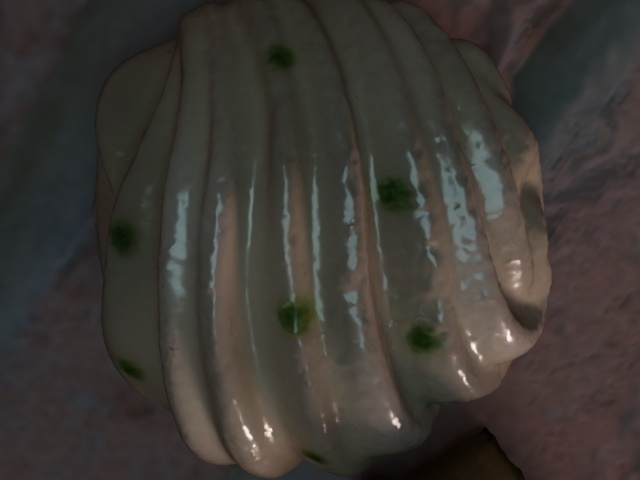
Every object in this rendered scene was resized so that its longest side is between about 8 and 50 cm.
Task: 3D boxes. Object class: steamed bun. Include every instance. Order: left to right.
[{"bbox_3d":[0.000,0.000,0.485,0.183,0.106,0.182,0,104,-1],"label":"steamed bun"}]

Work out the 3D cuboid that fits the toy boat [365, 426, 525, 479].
[{"bbox_3d":[0.094,0.162,0.518,0.061,0.116,0.188,-36,100,-1],"label":"toy boat"}]
